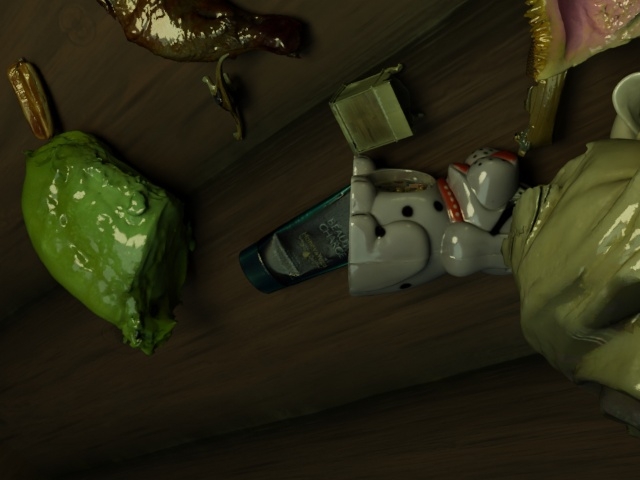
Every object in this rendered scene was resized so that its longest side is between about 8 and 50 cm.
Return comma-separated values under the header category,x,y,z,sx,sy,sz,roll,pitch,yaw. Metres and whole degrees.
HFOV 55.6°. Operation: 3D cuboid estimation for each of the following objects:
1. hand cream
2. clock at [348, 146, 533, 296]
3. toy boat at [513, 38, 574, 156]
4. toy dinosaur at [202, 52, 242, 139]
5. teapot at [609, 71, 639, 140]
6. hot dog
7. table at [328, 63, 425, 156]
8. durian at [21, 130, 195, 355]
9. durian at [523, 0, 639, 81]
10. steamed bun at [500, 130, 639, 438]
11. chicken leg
category,x,y,z,sx,sy,sz,roll,pitch,yaw
hand cream,0.000,0.000,0.911,0.271,0.061,0.120,-26,108,29
clock,0.159,-0.020,0.746,0.254,0.189,0.188,-3,126,8
toy boat,0.245,-0.161,0.669,0.049,0.047,0.149,21,131,27
toy dinosaur,-0.127,-0.196,0.794,0.058,0.037,0.180,51,173,17
teapot,0.406,-0.083,0.596,0.298,0.139,0.204,34,130,-3
hot dog,-0.444,-0.218,0.947,0.056,0.041,0.133,2,119,23
table,0.070,-0.159,0.738,0.083,0.062,0.079,-14,118,33
durian,-0.329,-0.013,0.964,0.340,0.204,0.255,35,119,8
durian,0.267,-0.226,0.523,0.182,0.165,0.132,-40,65,47
steamed bun,0.324,0.066,0.519,0.394,0.237,0.346,4,142,50
chicken leg,-0.170,-0.309,0.725,0.177,0.083,0.322,-34,106,25
